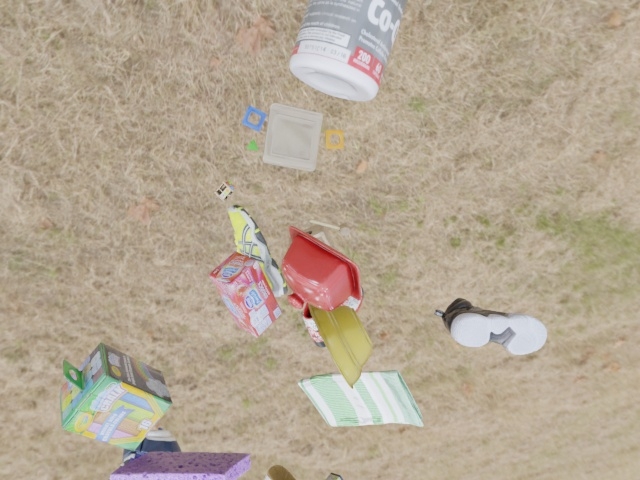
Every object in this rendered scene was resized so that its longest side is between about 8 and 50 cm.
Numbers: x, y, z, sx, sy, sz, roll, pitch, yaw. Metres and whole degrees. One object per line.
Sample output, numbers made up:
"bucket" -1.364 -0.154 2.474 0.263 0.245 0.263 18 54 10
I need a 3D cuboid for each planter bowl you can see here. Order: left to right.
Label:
"planter bowl" 0.060 0.219 0.971 0.090 0.217 0.217 -28 131 -1

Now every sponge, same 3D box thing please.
"sponge" -0.242 0.406 0.747 0.209 0.031 0.117 -5 169 10

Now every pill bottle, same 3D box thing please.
"pill bottle" 0.063 -0.401 0.716 0.161 0.161 0.284 15 96 -26

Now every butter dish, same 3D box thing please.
"butter dish" -0.015 0.075 0.783 0.118 0.160 0.160 -49 155 -21

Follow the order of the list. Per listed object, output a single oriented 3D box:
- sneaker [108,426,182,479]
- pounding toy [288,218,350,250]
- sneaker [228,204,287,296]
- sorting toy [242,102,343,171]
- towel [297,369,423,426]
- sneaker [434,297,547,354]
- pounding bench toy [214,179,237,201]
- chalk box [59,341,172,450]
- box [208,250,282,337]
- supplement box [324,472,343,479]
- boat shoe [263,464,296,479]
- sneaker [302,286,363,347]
"sneaker" -0.567 0.671 1.225 0.322 0.236 0.130 -9 133 -38
"pounding toy" 0.001 -0.010 1.408 0.205 0.094 0.181 -24 114 10
"sneaker" -0.261 0.047 1.565 0.147 0.385 0.145 -27 173 -5
"sorting toy" -0.092 -0.341 1.414 0.347 0.047 0.196 8 95 -15
"towel" 0.118 0.480 1.264 0.324 0.038 0.248 -12 122 28
"sneaker" 0.425 0.207 1.072 0.268 0.153 0.102 9 100 -15
"pounding bench toy" -0.352 -0.195 1.612 0.052 0.083 0.065 44 107 -4
"chalk box" -0.445 0.317 0.880 0.132 0.132 0.213 -51 125 -5
"box" -0.246 0.180 1.408 0.128 0.122 0.257 -44 132 -30
"supplement box" 0.048 0.875 1.469 0.056 0.083 0.083 -22 99 51
"boat shoe" -0.063 0.768 1.180 0.098 0.277 0.096 8 116 -55
"sneaker" 0.044 0.199 1.365 0.090 0.270 0.145 6 134 41
